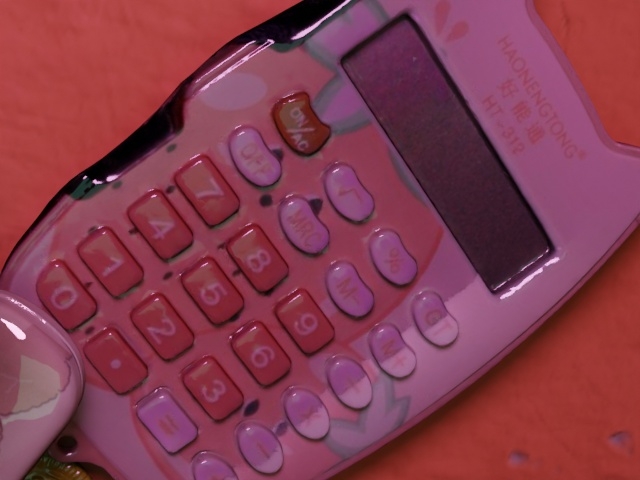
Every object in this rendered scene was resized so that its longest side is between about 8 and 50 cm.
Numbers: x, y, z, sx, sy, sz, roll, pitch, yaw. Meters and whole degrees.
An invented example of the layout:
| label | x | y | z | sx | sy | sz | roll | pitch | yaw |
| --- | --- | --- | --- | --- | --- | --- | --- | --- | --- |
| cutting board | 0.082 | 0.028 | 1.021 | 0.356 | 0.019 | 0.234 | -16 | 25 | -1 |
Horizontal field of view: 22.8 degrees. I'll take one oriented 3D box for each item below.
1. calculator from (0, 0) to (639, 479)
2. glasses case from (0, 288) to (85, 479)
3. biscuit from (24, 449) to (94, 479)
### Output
| label | x | y | z | sx | sy | sz | roll | pitch | yaw |
| --- | --- | --- | --- | --- | --- | --- | --- | --- | --- |
| calculator | 0.000 | 0.000 | 0.768 | 0.330 | 0.048 | 0.220 | -37 | 117 | -4 |
| glasses case | -0.186 | 0.110 | 0.722 | 0.081 | 0.051 | 0.204 | 38 | 104 | -5 |
| biscuit | -0.148 | 0.138 | 0.777 | 0.084 | 0.023 | 0.084 | -6 | 109 | -18 |
